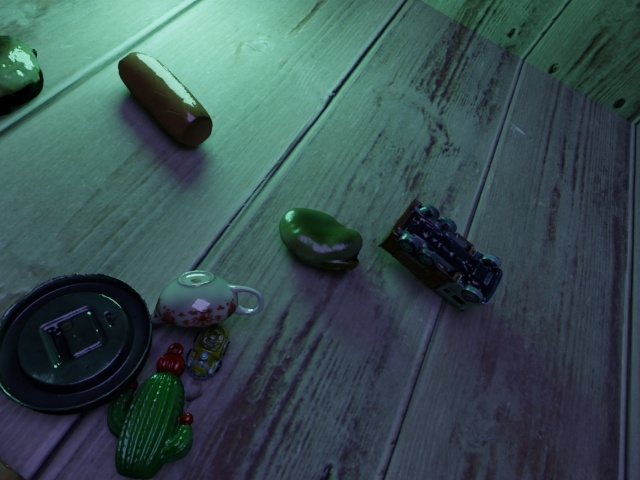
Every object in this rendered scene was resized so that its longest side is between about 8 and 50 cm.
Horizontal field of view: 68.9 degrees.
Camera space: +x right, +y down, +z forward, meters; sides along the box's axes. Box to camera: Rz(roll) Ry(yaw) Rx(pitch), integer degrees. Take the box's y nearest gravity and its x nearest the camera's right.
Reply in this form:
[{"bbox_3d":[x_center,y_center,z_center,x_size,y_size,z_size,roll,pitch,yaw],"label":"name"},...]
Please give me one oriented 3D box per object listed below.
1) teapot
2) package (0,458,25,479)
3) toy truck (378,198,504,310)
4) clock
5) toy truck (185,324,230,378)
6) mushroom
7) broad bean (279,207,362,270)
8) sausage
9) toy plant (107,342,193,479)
[{"bbox_3d":[-0.243,0.125,0.982,0.246,0.159,0.115,4,97,-1],"label":"teapot"},{"bbox_3d":[-0.652,0.411,0.669,0.165,0.221,0.311,9,47,35],"label":"package"},{"bbox_3d":[0.308,0.049,1.221,0.305,0.162,0.136,39,65,0],"label":"toy truck"},{"bbox_3d":[-0.463,0.190,0.888,0.281,0.055,0.280,5,53,-6],"label":"clock"},{"bbox_3d":[-0.231,0.226,0.961,0.076,0.077,0.111,23,53,-6],"label":"toy truck"},{"bbox_3d":[-0.846,-0.402,1.106,0.345,0.130,0.247,-22,73,-30],"label":"mushroom"},{"bbox_3d":[0.000,0.000,1.185,0.228,0.100,0.169,37,45,20],"label":"broad bean"},{"bbox_3d":[-0.421,-0.387,1.255,0.304,0.121,0.121,46,55,11],"label":"sausage"},{"bbox_3d":[-0.319,0.315,0.871,0.155,0.088,0.240,-18,52,-7],"label":"toy plant"}]
